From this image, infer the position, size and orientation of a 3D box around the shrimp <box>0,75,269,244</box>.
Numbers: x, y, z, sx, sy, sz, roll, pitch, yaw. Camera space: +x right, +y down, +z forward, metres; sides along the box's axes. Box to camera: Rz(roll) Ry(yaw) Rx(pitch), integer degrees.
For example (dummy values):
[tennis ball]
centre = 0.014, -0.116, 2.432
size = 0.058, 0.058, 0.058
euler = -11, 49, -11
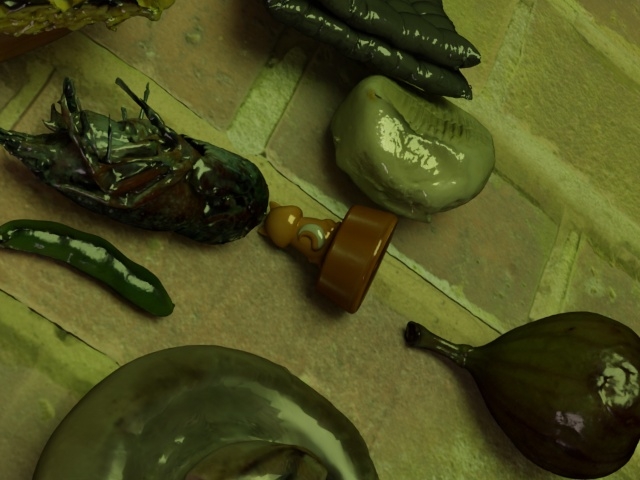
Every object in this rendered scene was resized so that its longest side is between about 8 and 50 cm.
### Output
[shrimp]
centre = -0.224, -0.102, 1.249
size = 0.372, 0.137, 0.172
euler = 29, 18, -29

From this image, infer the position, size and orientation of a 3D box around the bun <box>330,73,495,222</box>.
[bun]
centre = 0.115, -0.115, 1.477
size = 0.229, 0.145, 0.229
euler = 23, 23, -11

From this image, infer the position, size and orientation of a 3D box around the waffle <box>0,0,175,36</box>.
[waffle]
centre = -0.311, -0.310, 1.192
size = 0.307, 0.060, 0.312
euler = 34, 45, 6

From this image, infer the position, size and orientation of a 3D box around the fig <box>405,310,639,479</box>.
[fig]
centre = 0.261, 0.162, 1.432
size = 0.321, 0.217, 0.217
euler = 24, 53, 5

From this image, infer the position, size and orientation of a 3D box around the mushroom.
[mushroom]
centre = -0.086, 0.265, 1.044
size = 0.362, 0.294, 0.362
euler = 14, 62, -28

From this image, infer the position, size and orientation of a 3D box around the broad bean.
[broad bean]
centre = -0.257, 0.023, 1.211
size = 0.227, 0.039, 0.069
euler = 21, 51, -24

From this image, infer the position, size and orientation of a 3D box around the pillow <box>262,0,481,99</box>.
[pillow]
centre = 0.049, -0.313, 1.504
size = 0.326, 0.101, 0.228
euler = 18, 26, -24

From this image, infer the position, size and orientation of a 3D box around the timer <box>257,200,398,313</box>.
[timer]
centre = 0.000, 0.000, 1.367
size = 0.152, 0.132, 0.132
euler = 24, 53, 6

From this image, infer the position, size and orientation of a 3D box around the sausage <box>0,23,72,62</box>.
[sausage]
centre = -0.384, -0.234, 1.203
size = 0.328, 0.112, 0.112
euler = -34, 89, -42
